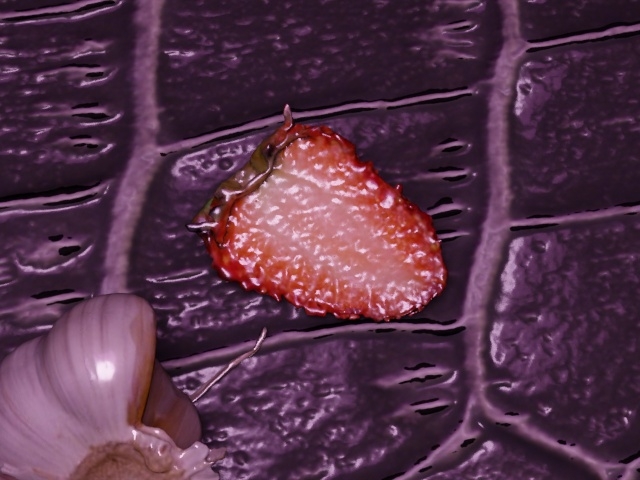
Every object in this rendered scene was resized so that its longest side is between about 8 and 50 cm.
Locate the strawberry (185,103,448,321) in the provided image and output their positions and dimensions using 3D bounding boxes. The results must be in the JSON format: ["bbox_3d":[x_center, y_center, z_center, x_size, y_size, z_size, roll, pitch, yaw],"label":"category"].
[{"bbox_3d":[-0.002,-0.002,1.013,0.167,0.087,0.208,-45,102,2],"label":"strawberry"}]

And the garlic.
[{"bbox_3d":[-0.125,0.147,0.893,0.256,0.207,0.207,-7,66,-31],"label":"garlic"}]
